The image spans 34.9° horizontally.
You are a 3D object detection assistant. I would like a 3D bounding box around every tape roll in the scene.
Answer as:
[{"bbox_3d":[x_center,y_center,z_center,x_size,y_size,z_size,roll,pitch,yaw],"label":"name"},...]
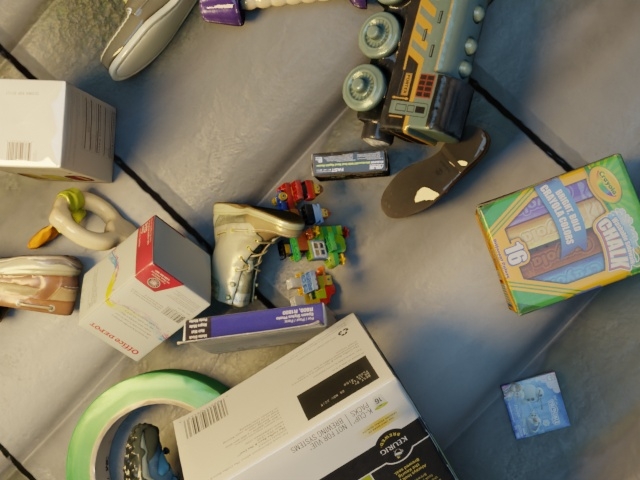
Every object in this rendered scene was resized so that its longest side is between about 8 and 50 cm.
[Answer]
[{"bbox_3d":[-0.254,0.375,1.680,0.321,0.077,0.321,0,88,7],"label":"tape roll"}]

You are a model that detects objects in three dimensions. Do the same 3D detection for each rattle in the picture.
[{"bbox_3d":[-0.374,0.013,1.711,0.200,0.130,0.142,28,104,-19],"label":"rattle"}]

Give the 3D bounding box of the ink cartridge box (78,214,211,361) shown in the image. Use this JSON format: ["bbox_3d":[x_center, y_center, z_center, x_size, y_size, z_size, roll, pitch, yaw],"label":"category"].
[{"bbox_3d":[-0.280,0.078,1.624,0.176,0.127,0.128,-37,124,20],"label":"ink cartridge box"}]

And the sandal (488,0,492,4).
[{"bbox_3d":[0.274,-0.467,1.650,0.049,0.072,0.180,8,88,22],"label":"sandal"}]

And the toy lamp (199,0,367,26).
[{"bbox_3d":[-0.062,-0.400,1.681,0.275,0.080,0.080,-4,88,7],"label":"toy lamp"}]

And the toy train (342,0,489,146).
[{"bbox_3d":[0.162,-0.302,1.596,0.190,0.142,0.333,14,88,35],"label":"toy train"}]

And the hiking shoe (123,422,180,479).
[{"bbox_3d":[-0.228,0.432,1.601,0.132,0.113,0.304,-9,80,-24],"label":"hiking shoe"}]

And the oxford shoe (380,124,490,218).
[{"bbox_3d":[0.192,-0.104,1.649,0.212,0.076,0.076,-36,75,21],"label":"oxford shoe"}]

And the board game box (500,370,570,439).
[{"bbox_3d":[0.346,0.266,1.640,0.090,0.020,0.090,-17,86,5],"label":"board game box"}]

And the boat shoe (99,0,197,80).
[{"bbox_3d":[-0.269,-0.401,1.692,0.091,0.109,0.305,38,87,7],"label":"boat shoe"}]

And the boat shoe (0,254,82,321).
[{"bbox_3d":[-0.562,0.083,1.705,0.324,0.123,0.116,-1,90,8],"label":"boat shoe"}]

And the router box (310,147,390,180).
[{"bbox_3d":[0.050,-0.122,1.651,0.122,0.092,0.038,-4,88,6],"label":"router box"}]

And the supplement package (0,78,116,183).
[{"bbox_3d":[-0.431,-0.170,1.632,0.139,0.244,0.133,3,88,8],"label":"supplement package"}]

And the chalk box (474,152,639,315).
[{"bbox_3d":[0.403,-0.017,1.563,0.289,0.180,0.179,-20,86,7],"label":"chalk box"}]

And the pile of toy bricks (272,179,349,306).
[{"bbox_3d":[0.000,0.000,1.660,0.105,0.118,0.212,-3,74,-32],"label":"pile of toy bricks"}]

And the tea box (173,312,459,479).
[{"bbox_3d":[0.011,0.348,1.503,0.329,0.220,0.323,-30,114,-1],"label":"tea box"}]

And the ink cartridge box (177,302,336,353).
[{"bbox_3d":[-0.094,0.135,1.594,0.223,0.224,0.045,-8,79,6],"label":"ink cartridge box"}]

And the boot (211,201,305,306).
[{"bbox_3d":[-0.109,0.027,1.632,0.213,0.077,0.165,10,92,50],"label":"boot"}]
